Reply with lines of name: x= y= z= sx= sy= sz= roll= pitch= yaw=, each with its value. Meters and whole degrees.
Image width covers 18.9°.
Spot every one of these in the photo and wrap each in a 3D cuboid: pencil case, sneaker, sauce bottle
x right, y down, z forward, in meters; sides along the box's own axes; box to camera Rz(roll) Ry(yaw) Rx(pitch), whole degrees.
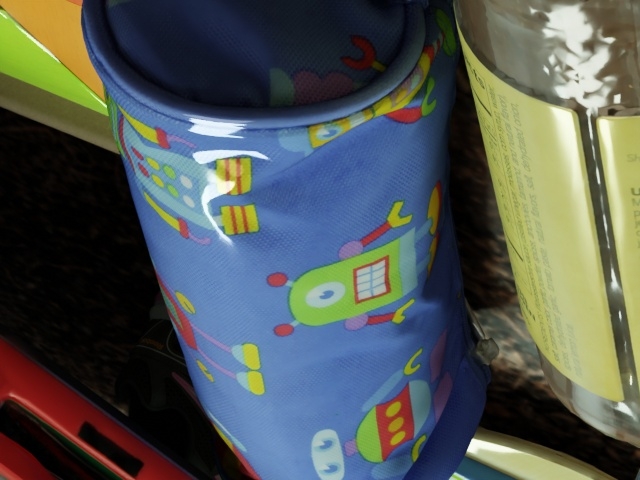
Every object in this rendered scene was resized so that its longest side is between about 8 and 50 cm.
pencil case: x=0.000 y=0.000 z=0.748 sx=0.133 sy=0.119 sz=0.306 roll=-17 pitch=144 yaw=-4
sneaker: x=-0.067 y=0.107 z=0.998 sx=0.072 sy=0.077 sz=0.178 roll=10 pitch=137 yaw=35
sauce bottle: x=0.096 y=-0.068 z=0.564 sx=0.111 sy=0.111 sz=0.344 roll=16 pitch=148 yaw=24

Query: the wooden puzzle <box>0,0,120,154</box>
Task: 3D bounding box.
wooden puzzle: x=-0.148 y=-0.128 z=0.755 sx=0.221 sy=0.044 sz=0.239 roll=22 pitch=150 yaw=14

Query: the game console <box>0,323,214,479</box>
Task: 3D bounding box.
game console: x=-0.165 y=0.100 z=0.961 sx=0.386 sy=0.060 sz=0.342 roll=37 pitch=165 yaw=0

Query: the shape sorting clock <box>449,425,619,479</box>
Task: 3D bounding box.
shape sorting clock: x=0.089 y=0.139 z=0.969 sx=0.206 sy=0.040 sz=0.206 roll=19 pitch=151 yaw=11

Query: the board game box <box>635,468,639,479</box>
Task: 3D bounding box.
board game box: x=0.268 y=0.132 z=0.693 sx=0.232 sy=0.141 sz=0.291 roll=33 pitch=151 yaw=-7
